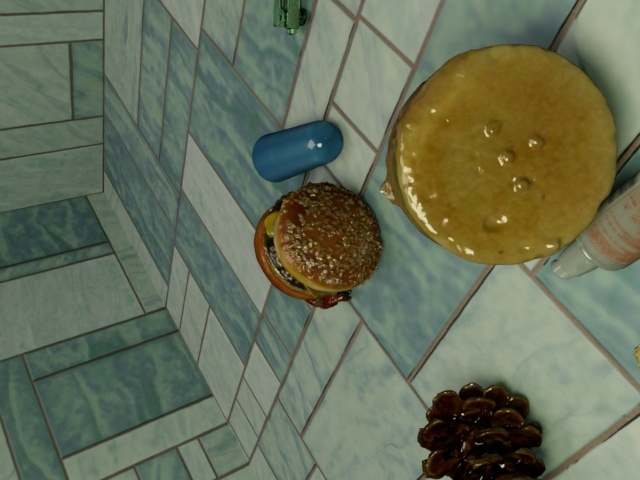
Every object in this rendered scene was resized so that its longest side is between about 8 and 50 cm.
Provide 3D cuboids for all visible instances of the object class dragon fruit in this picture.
[{"bbox_3d":[0.012,0.120,1.589,0.142,0.130,0.121,119,159,-50],"label":"dragon fruit"}]

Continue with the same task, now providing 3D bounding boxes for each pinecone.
[{"bbox_3d":[0.304,0.414,1.135,0.309,0.244,0.244,-81,-7,-64],"label":"pinecone"}]

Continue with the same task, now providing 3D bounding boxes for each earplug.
[{"bbox_3d":[-0.049,-0.230,1.506,0.273,0.132,0.132,-6,99,54],"label":"earplug"}]

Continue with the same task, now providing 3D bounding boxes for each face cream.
[{"bbox_3d":[0.436,-0.010,0.885,0.101,0.101,0.252,61,146,19],"label":"face cream"}]

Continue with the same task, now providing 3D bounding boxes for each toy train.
[{"bbox_3d":[-0.075,-0.585,1.433,0.099,0.070,0.172,-132,39,-50],"label":"toy train"}]

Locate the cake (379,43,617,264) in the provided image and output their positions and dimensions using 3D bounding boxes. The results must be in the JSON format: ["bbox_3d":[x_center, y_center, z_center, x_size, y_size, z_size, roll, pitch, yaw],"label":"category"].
[{"bbox_3d":[0.264,-0.134,0.973,0.321,0.332,0.332,-70,-32,-81],"label":"cake"}]

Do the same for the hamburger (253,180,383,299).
[{"bbox_3d":[0.000,0.000,1.409,0.225,0.291,0.291,-34,76,56],"label":"hamburger"}]

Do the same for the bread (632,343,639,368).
[{"bbox_3d":[0.531,0.183,0.853,0.106,0.082,0.125,-53,49,40],"label":"bread"}]
